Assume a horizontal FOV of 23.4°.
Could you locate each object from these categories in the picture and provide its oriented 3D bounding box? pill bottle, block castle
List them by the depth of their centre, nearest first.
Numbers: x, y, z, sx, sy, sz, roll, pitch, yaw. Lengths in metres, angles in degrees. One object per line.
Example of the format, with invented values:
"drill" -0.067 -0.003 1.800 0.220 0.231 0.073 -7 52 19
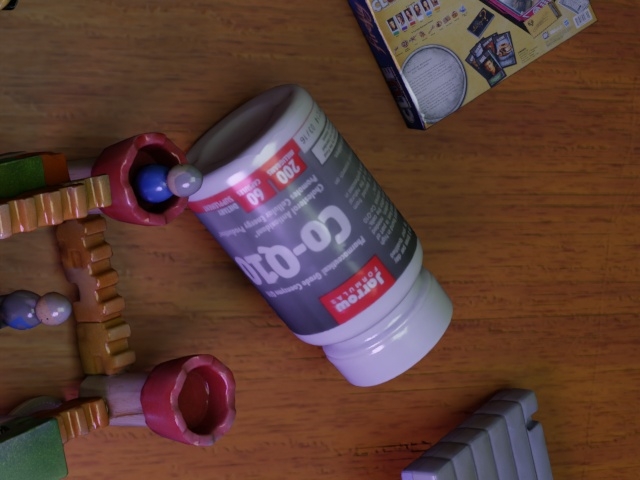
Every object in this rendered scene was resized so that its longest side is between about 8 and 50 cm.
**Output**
"block castle" -0.276 0.085 1.299 0.453 0.212 0.303 -20 102 -48
"pill bottle" 0.000 0.000 1.534 0.161 0.161 0.283 -44 111 -14

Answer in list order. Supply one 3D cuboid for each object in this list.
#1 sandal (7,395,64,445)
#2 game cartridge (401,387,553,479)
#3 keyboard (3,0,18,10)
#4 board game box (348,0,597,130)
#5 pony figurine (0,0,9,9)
"sandal" -0.329 0.239 1.456 0.088 0.079 0.240 62 38 -37
"game cartridge" 0.192 0.366 1.673 0.230 0.068 0.355 -26 108 -45
"keyboard" -0.275 -0.304 1.450 0.100 0.038 0.192 21 88 -2
"board game box" 0.164 -0.248 1.645 0.243 0.042 0.165 -32 109 -18
"pony figurine" -0.295 -0.371 1.250 0.302 0.351 0.364 14 77 8
